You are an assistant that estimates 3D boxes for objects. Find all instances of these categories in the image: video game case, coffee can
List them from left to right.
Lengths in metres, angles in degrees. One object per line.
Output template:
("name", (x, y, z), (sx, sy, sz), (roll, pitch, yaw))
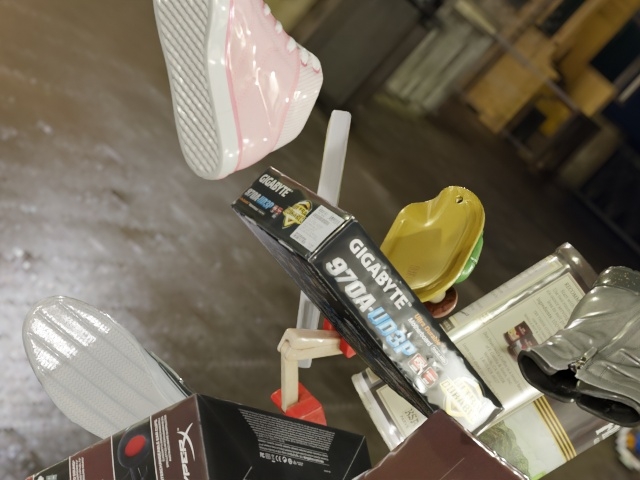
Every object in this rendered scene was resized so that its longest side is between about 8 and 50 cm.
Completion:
("video game case", (0.000, 0.000, 1.728), (0.026, 0.206, 0.227), (10, 56, 1))
("coffee can", (0.200, 0.158, 1.608), (0.201, 0.275, 0.201), (58, 2, -3))

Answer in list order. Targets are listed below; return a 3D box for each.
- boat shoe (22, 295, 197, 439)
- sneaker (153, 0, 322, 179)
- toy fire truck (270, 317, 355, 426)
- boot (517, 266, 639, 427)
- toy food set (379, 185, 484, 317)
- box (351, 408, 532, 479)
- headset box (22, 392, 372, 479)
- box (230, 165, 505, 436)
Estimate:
("boat shoe", (-0.229, 0.190, 1.802), (0.335, 0.121, 0.119), (46, -3, -17))
("sneaker", (-0.038, -0.101, 0.731), (0.070, 0.134, 0.051), (-21, 27, -35))
("toy fire truck", (0.005, 0.095, 1.464), (0.047, 0.135, 0.192), (43, -21, 41))
("boot", (0.309, 0.116, 1.313), (0.246, 0.161, 0.083), (16, -49, 33))
("toy food set", (0.139, 0.036, 1.914), (0.128, 0.218, 0.071), (14, -26, 38))
("box", (0.095, 0.250, 0.894), (0.143, 0.191, 0.381), (50, -5, -16))
("headset box", (-0.128, 0.244, 1.244), (0.218, 0.293, 0.110), (21, 49, -47))
("box", (0.036, 0.051, 1.203), (0.220, 0.051, 0.175), (51, -7, -26))
